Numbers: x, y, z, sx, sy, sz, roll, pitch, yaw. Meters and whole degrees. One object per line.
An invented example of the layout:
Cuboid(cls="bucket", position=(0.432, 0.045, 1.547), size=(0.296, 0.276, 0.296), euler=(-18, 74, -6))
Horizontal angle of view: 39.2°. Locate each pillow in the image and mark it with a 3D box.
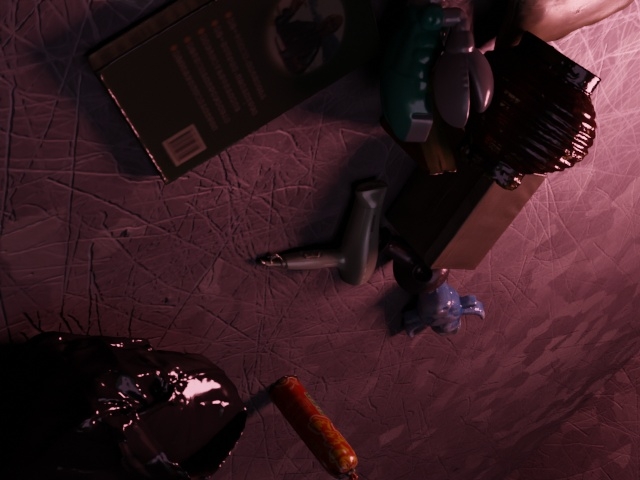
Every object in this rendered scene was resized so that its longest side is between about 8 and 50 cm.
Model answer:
Cuboid(cls="pillow", position=(0.409, -0.395, 1.448), size=(0.302, 0.075, 0.185), euler=(-26, 155, -17))

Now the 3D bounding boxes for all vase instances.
Cuboid(cls="vase", position=(0.164, 0.030, 1.715), size=(0.183, 0.120, 0.120), euler=(28, 111, -36))

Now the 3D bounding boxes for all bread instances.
Cuboid(cls="bread", position=(0.171, -0.178, 1.425), size=(0.074, 0.139, 0.084), euler=(-6, 136, -38))

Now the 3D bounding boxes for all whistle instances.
Cuboid(cls="whistle", position=(0.263, 0.153, 1.963), size=(0.180, 0.093, 0.269), euler=(-16, 149, 10))

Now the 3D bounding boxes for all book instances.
Cuboid(cls="book", position=(-0.095, -0.245, 1.183), size=(0.371, 0.043, 0.260), euler=(-32, 149, -7))

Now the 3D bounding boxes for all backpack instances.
Cuboid(cls="backpack", position=(-0.322, 0.309, 1.453), size=(0.445, 0.255, 0.363), euler=(5, 134, -51))

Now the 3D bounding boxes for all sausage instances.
Cuboid(cls="sausage", position=(-0.006, 0.391, 1.836), size=(0.083, 0.264, 0.083), euler=(-27, 143, -23))

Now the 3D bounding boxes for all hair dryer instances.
Cuboid(cls="hair dryer", position=(0.000, 0.000, 1.568), size=(0.237, 0.075, 0.206), euler=(-12, 133, -22))

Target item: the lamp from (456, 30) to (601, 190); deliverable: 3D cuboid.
Cuboid(cls="lamp", position=(0.317, -0.196, 1.401), size=(0.247, 0.247, 0.247), euler=(-25, 145, -19))

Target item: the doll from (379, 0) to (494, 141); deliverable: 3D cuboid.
Cuboid(cls="doll", position=(0.167, -0.261, 1.277), size=(0.153, 0.195, 0.258), euler=(2, 145, -7))

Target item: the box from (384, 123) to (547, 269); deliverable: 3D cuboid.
Cuboid(cls="box", position=(0.257, -0.078, 1.621), size=(0.155, 0.149, 0.231), euler=(2, 130, -45))
